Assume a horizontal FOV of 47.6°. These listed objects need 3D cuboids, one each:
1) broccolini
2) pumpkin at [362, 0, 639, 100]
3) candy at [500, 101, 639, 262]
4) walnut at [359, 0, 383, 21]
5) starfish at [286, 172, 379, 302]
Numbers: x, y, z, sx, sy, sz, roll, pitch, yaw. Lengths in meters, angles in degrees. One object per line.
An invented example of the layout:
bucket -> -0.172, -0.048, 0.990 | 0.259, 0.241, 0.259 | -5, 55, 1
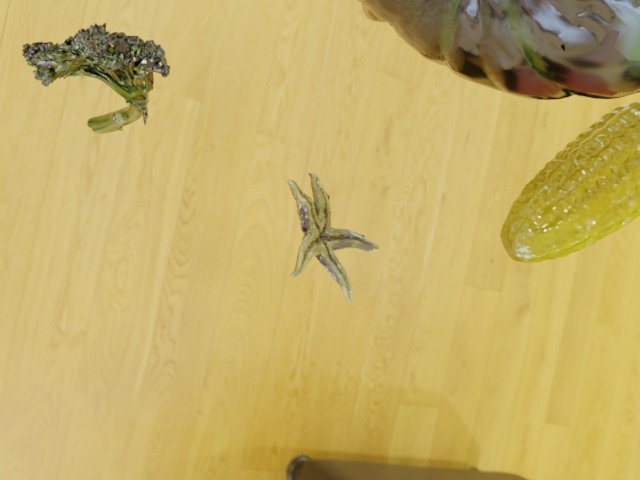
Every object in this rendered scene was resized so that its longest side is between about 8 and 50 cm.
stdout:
broccolini -> -0.230, -0.144, 0.716 | 0.123, 0.271, 0.062 | 18, 78, -19
pumpkin -> 0.124, -0.206, 0.351 | 0.248, 0.248, 0.248 | -3, 96, -28
candy -> 0.257, -0.047, 0.712 | 0.199, 0.094, 0.106 | -34, 122, -11
walnut -> 0.106, -0.381, 0.943 | 0.245, 0.198, 0.198 | -27, 113, -68
starfish -> 0.000, 0.000, 1.093 | 0.208, 0.053, 0.176 | 55, 39, -8
